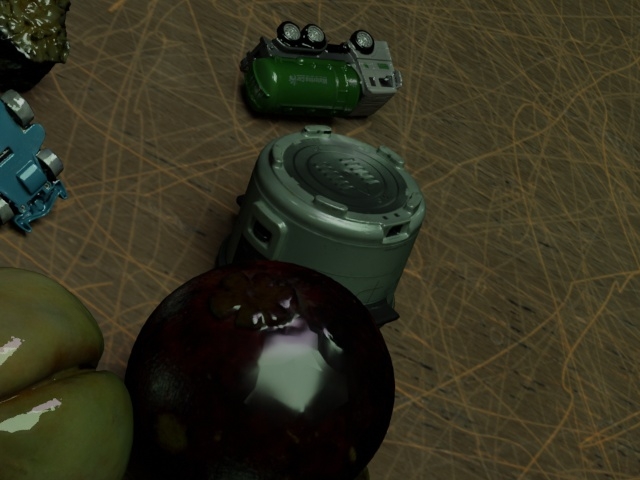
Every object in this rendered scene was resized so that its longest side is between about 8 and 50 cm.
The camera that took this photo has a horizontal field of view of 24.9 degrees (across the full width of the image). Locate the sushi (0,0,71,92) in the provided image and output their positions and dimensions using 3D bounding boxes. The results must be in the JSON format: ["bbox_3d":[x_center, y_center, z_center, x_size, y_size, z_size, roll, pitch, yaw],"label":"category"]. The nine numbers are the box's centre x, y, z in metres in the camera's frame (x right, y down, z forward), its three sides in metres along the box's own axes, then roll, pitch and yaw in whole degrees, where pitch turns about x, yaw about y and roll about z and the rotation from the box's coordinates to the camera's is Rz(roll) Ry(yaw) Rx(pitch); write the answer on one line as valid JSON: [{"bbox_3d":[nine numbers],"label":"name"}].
[{"bbox_3d":[-0.396,-0.303,1.865,0.147,0.115,0.212,21,49,-25],"label":"sushi"}]

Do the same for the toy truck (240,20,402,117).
[{"bbox_3d":[-0.003,-0.240,2.129,0.243,0.101,0.125,-2,64,-35],"label":"toy truck"}]

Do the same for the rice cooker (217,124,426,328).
[{"bbox_3d":[0.000,0.000,1.854,0.241,0.227,0.280,-17,49,-44],"label":"rice cooker"}]

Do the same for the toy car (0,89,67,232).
[{"bbox_3d":[-0.387,-0.096,1.748,0.126,0.098,0.161,-47,122,-21],"label":"toy car"}]

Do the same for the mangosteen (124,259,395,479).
[{"bbox_3d":[-0.069,0.195,1.644,0.306,0.359,0.306,0,36,0],"label":"mangosteen"}]

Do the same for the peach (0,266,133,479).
[{"bbox_3d":[-0.331,0.172,1.461,0.292,0.247,0.292,10,74,-38],"label":"peach"}]
